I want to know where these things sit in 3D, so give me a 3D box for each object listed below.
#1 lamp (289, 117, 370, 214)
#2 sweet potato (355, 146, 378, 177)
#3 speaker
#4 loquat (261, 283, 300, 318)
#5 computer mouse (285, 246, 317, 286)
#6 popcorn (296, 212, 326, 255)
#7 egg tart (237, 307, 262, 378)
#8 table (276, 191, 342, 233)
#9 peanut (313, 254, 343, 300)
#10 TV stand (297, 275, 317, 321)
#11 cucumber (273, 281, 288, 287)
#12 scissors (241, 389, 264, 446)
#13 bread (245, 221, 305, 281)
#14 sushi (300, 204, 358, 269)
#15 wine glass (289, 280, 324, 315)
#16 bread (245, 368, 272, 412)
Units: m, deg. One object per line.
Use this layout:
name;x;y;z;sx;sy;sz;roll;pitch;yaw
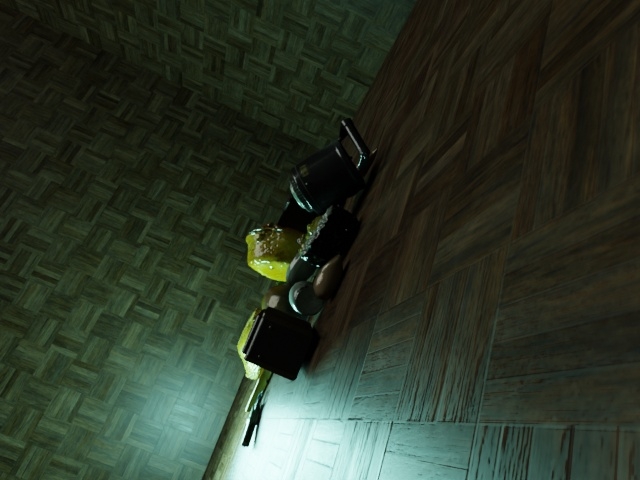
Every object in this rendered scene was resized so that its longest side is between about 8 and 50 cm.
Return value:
lamp;0.022;-0.228;1.661;0.272;0.205;0.374;-24;-22;-7
sweet potato;0.172;-0.299;1.815;0.195;0.056;0.056;-55;12;36
speaker;-0.124;0.310;1.422;0.231;0.193;0.153;136;156;-85
loquat;-0.151;0.267;1.885;0.179;0.179;0.227;-67;13;-2
computer mouse;-0.035;0.066;1.986;0.330;0.095;0.197;-55;-10;0
popcorn;0.003;0.006;1.723;0.195;0.174;0.168;-53;34;28
egg tart;-0.316;0.502;2.392;0.443;0.178;0.443;-63;8;15
table;-0.042;-0.153;2.168;0.282;0.251;0.196;125;168;-66
peanut;0.028;0.111;1.394;0.076;0.076;0.152;-96;28;-78
TV stand;-0.053;0.255;1.686;0.049;0.040;0.256;137;157;-75
cucumber;-0.162;0.211;2.460;0.244;0.134;0.134;-65;5;-20
scissors;-0.269;0.714;1.815;0.289;0.041;0.138;-73;7;-74
bread;-0.186;0.067;2.191;0.358;0.337;0.204;62;-152;-61
sushi;0.033;-0.004;1.517;0.225;0.127;0.124;-54;10;28
wine glass;-0.051;0.194;1.560;0.111;0.111;0.204;-67;10;-5
bread;-0.271;0.652;2.037;0.088;0.049;0.226;-94;27;-77
